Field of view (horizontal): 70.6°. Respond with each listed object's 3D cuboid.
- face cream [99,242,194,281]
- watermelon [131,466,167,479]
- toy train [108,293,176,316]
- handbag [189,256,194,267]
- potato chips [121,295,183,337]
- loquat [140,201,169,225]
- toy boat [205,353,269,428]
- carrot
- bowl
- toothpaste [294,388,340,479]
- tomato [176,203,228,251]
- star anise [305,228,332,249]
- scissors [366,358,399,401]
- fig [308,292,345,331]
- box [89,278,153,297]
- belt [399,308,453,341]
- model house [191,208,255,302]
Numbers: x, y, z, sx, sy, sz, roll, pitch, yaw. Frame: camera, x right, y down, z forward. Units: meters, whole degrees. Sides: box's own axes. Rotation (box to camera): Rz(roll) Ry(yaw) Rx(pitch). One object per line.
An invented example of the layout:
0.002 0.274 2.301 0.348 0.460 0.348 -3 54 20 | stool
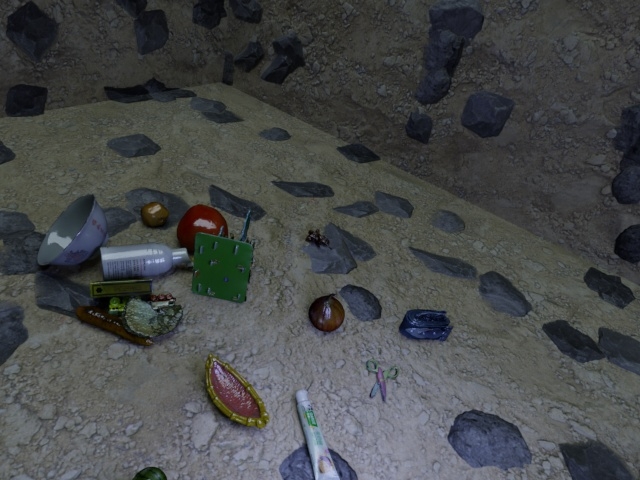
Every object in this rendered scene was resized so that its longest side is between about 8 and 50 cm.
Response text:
-0.724 0.080 1.914 0.370 0.145 0.145 -7 40 -28 | face cream
-0.463 0.671 1.230 0.109 0.109 0.109 10 35 -7 | watermelon
-0.693 0.253 1.770 0.250 0.053 0.085 -2 47 -26 | toy train
-0.559 0.097 2.054 0.083 0.027 0.061 5 37 -12 | handbag
-0.627 0.283 1.697 0.220 0.029 0.202 0 39 -27 | potato chips
-0.816 -0.131 2.214 0.137 0.113 0.137 -8 45 8 | loquat
-0.286 0.517 1.516 0.318 0.099 0.141 39 45 27 | toy boat
-0.746 0.313 1.653 0.314 0.066 0.066 21 35 8 | carrot
-0.994 -0.012 1.883 0.157 0.345 0.345 43 15 -40 | bowl
-0.024 0.640 1.485 0.058 0.056 0.314 -31 46 5 | toothpaste
-0.553 -0.059 2.144 0.260 0.180 0.259 11 42 -11 | tomato
0.000 0.000 2.366 0.097 0.070 0.191 -17 48 -40 | star anise
0.231 0.539 1.740 0.134 0.020 0.187 15 33 6 | scissors
0.018 0.293 1.884 0.149 0.202 0.148 -38 37 -8 | fig
-0.772 0.184 1.762 0.220 0.064 0.141 -4 -1 -22 | box
0.461 0.358 1.982 0.218 0.128 0.122 4 36 -17 | belt
-0.390 0.028 1.924 0.243 0.357 0.312 10 37 -4 | model house
